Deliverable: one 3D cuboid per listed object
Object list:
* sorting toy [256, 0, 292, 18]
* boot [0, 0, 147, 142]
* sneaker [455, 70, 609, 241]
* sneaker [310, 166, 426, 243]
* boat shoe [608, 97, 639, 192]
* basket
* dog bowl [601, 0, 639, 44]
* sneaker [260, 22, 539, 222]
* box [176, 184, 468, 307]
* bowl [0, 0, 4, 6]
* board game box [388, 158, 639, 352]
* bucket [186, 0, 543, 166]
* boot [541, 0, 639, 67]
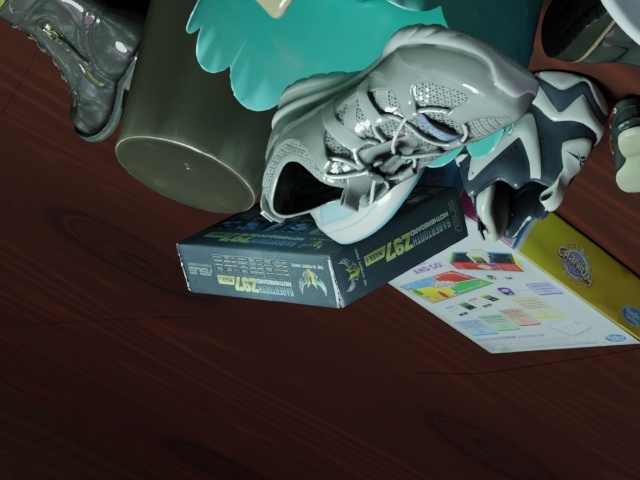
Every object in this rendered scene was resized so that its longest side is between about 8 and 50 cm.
[{"bbox_3d":[-0.070,-0.334,1.330,0.307,0.041,0.229,48,128,13],"label":"sorting toy"},{"bbox_3d":[-0.270,-0.215,1.913,0.229,0.091,0.263,31,153,-11],"label":"boot"},{"bbox_3d":[0.139,-0.072,1.767,0.235,0.153,0.094,7,154,32],"label":"sneaker"},{"bbox_3d":[-0.035,-0.107,1.787,0.208,0.127,0.319,37,173,-19],"label":"sneaker"},{"bbox_3d":[0.288,-0.084,1.761,0.048,0.042,0.133,-11,153,7],"label":"boat shoe"},{"bbox_3d":[-0.076,-0.151,1.672,0.204,0.227,0.154,16,158,9],"label":"basket"},{"bbox_3d":[0.312,-0.216,1.267,0.264,0.104,0.265,12,146,8],"label":"dog bowl"},{"bbox_3d":[0.053,-0.070,1.401,0.105,0.115,0.281,31,155,-23],"label":"sneaker"},{"bbox_3d":[0.000,0.000,1.907,0.232,0.183,0.059,3,113,47],"label":"box"},{"bbox_3d":[-0.313,-0.318,1.541,0.156,0.289,0.289,-35,136,11],"label":"bowl"},{"bbox_3d":[0.170,0.018,2.073,0.316,0.064,0.242,35,155,-31],"label":"board game box"},{"bbox_3d":[0.051,-0.200,1.504,0.281,0.183,0.281,18,159,7],"label":"bucket"},{"bbox_3d":[0.280,-0.192,1.502,0.137,0.077,0.198,10,157,-25],"label":"boot"}]
